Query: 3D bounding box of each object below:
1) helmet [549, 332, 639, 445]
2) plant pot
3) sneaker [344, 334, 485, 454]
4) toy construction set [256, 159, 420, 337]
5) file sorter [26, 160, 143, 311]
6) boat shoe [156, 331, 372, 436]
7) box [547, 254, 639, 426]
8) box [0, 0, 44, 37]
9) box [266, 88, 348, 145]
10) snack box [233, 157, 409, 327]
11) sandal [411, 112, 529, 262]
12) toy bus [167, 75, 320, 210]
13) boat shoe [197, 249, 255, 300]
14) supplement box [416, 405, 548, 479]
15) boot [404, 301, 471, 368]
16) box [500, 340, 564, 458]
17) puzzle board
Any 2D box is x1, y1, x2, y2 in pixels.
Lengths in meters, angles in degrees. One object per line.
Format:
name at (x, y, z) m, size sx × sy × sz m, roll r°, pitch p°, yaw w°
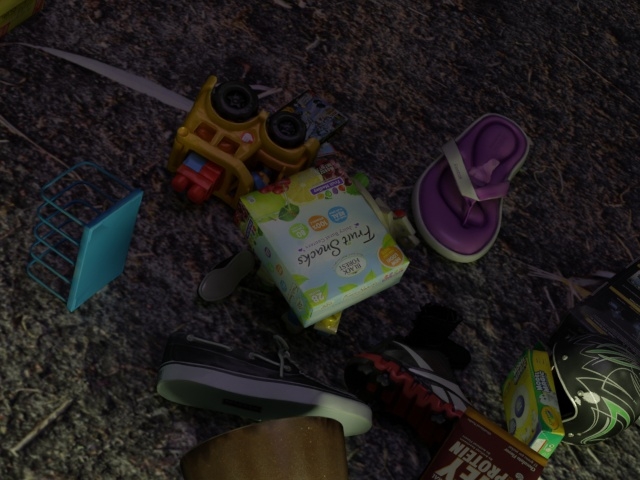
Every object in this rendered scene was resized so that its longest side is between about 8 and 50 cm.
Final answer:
helmet at (0.419, 0.221, 1.993) m, size 0.169 × 0.161 × 0.169 m, roll 13°, pitch 44°, yaw -13°
plant pot at (-0.049, 0.365, 1.621) m, size 0.215 × 0.215 × 0.230 m, roll -1°, pitch 63°, yaw -26°
sneaker at (0.174, 0.235, 1.912) m, size 0.276 × 0.097 × 0.135 m, roll 35°, pitch 45°, yaw 12°
toy construction set at (0.024, 0.002, 2.031) m, size 0.215 × 0.151 × 0.327 m, roll 38°, pitch 44°, yaw 13°
file sorter at (-0.343, -0.010, 1.859) m, size 0.104 × 0.170 × 0.118 m, roll 34°, pitch 43°, yaw 13°
boat shoe at (-0.072, 0.196, 1.825) m, size 0.306 × 0.113 × 0.105 m, roll 11°, pitch 58°, yaw -2°
box at (0.619, 0.207, 2.153) m, size 0.395 × 0.097 × 0.318 m, roll 42°, pitch 43°, yaw 18°
box at (-0.551, -0.389, 2.198) m, size 0.058 × 0.087 × 0.232 m, roll 32°, pitch 42°, yaw 4°
box at (-0.025, -0.207, 2.291) m, size 0.094 × 0.027 × 0.137 m, roll 38°, pitch 43°, yaw 11°
snack box at (0.000, 0.000, 1.902) m, size 0.174 × 0.070 × 0.207 m, roll -25°, pitch 68°, yaw -26°
sandal at (0.274, -0.123, 2.310) m, size 0.169 × 0.102 × 0.416 m, roll 27°, pitch 43°, yaw 2°
toy bus at (-0.141, -0.125, 2.101) m, size 0.220 × 0.149 × 0.211 m, roll 30°, pitch 56°, yaw 1°
boat shoe at (-0.150, 0.056, 1.982) m, size 0.046 × 0.038 × 0.125 m, roll 57°, pitch 46°, yaw -14°
supplement box at (0.174, 0.364, 1.713) m, size 0.129 × 0.194 × 0.191 m, roll 34°, pitch 43°, yaw 8°
boot at (0.191, 0.146, 2.007) m, size 0.121 × 0.099 × 0.045 m, roll 18°, pitch 44°, yaw -8°
box at (0.317, 0.246, 1.963) m, size 0.043 × 0.105 × 0.179 m, roll 11°, pitch 44°, yaw -12°
puzzle board at (-0.040, -0.192, 2.298) m, size 0.096 × 0.011 × 0.128 m, roll -14°, pitch 56°, yaw -35°
